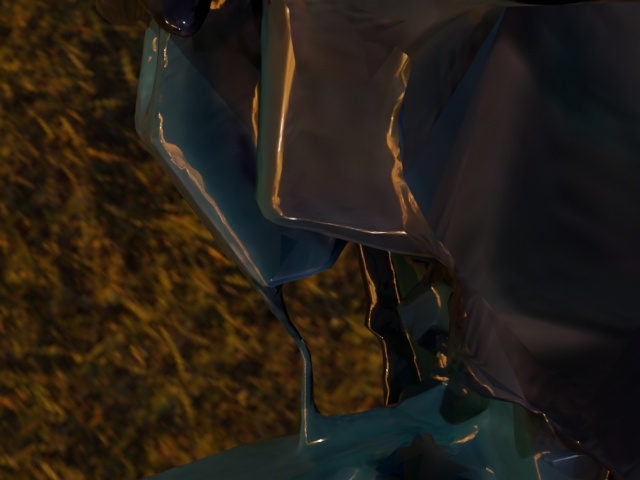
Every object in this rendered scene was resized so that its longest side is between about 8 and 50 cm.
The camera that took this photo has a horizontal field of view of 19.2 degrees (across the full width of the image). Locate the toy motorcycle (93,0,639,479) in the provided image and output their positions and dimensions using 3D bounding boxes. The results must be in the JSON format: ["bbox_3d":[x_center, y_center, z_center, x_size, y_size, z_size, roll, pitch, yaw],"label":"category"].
[{"bbox_3d":[0.000,0.000,0.568,0.232,0.172,0.416,13,97,-14],"label":"toy motorcycle"}]
